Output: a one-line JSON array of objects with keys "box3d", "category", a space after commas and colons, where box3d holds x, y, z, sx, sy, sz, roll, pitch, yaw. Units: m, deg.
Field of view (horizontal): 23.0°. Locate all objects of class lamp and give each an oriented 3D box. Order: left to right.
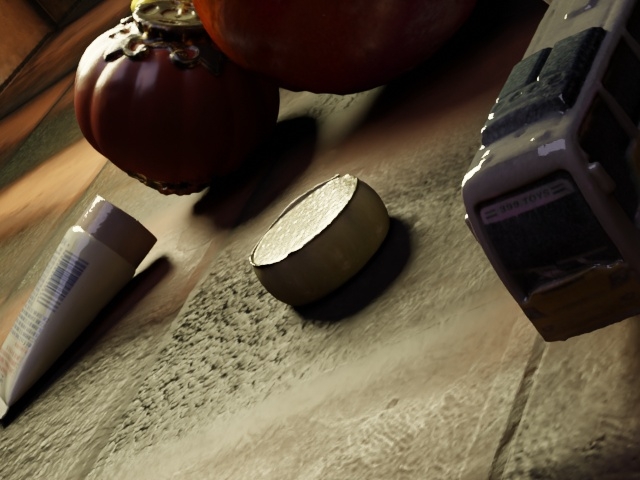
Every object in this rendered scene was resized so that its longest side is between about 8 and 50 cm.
[{"box3d": [-0.157, -0.151, 1.714, 0.227, 0.227, 0.227, -36, 19, 15], "category": "lamp"}]

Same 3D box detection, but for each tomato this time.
[{"box3d": [0.023, -0.250, 1.596, 0.334, 0.176, 0.289, 16, 30, 32], "category": "tomato"}]

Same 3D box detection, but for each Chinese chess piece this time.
[{"box3d": [0.000, 0.000, 1.298, 0.122, 0.051, 0.122, -35, 18, 13], "category": "Chinese chess piece"}]

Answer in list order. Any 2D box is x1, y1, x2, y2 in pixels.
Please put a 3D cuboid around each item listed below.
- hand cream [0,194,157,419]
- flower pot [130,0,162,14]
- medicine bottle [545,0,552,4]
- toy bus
[{"box3d": [-0.272, 0.074, 1.644, 0.248, 0.083, 0.133, -54, 19, -5], "category": "hand cream"}, {"box3d": [-0.132, -0.267, 1.953, 0.195, 0.179, 0.195, -36, 17, 13], "category": "flower pot"}, {"box3d": [0.293, -0.336, 1.229, 0.325, 0.212, 0.212, -48, 20, -18], "category": "medicine bottle"}, {"box3d": [0.193, -0.089, 0.982, 0.097, 0.138, 0.342, -22, 24, 38], "category": "toy bus"}]
